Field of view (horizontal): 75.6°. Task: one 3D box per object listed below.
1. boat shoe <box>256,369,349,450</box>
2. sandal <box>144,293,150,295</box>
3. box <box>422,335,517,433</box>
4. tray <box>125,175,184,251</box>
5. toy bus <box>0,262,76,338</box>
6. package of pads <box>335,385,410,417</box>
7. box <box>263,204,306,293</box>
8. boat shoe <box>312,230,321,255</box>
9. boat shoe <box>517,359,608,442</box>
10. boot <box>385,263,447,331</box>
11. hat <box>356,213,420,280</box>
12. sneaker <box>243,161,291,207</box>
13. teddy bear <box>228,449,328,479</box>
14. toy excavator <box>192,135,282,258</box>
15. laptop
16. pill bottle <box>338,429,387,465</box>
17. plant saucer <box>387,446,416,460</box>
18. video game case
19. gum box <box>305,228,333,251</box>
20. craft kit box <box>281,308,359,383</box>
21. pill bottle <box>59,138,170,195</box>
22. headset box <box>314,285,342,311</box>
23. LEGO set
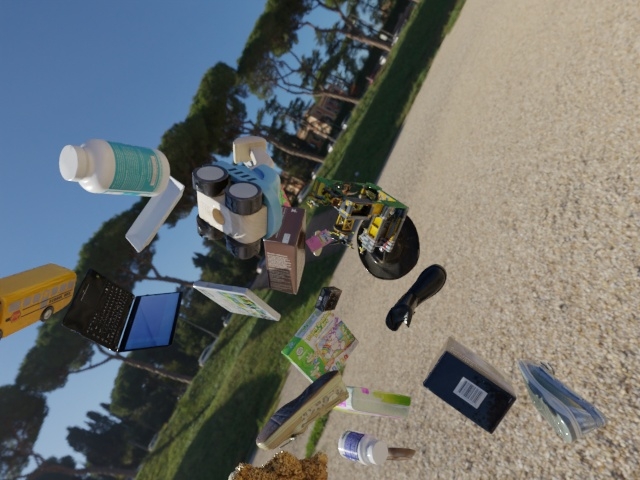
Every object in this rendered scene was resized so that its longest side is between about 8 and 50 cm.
[{"bbox_3d":[-0.036,0.457,1.082,0.285,0.089,0.104,-31,2,-30],"label":"boat shoe"},{"bbox_3d":[-0.826,0.310,1.979,0.090,0.060,0.219,-34,20,-31],"label":"sandal"},{"bbox_3d":[0.598,0.563,1.668,0.183,0.296,0.294,-59,-17,8],"label":"box"},{"bbox_3d":[-0.570,-0.094,1.437,0.270,0.145,0.030,-56,-40,-2],"label":"tray"},{"bbox_3d":[-0.823,0.168,1.116,0.333,0.108,0.130,-61,-9,-79],"label":"toy bus"},{"bbox_3d":[0.202,0.697,1.777,0.229,0.296,0.101,-33,43,57],"label":"package of pads"},{"bbox_3d":[-0.145,0.049,1.750,0.382,0.143,0.191,97,-175,-53],"label":"box"},{"bbox_3d":[-0.021,0.016,2.148,0.042,0.048,0.133,-11,76,55],"label":"boat shoe"},{"bbox_3d":[0.624,0.408,1.100,0.103,0.118,0.320,-21,3,8],"label":"boat shoe"},{"bbox_3d":[0.346,0.209,1.485,0.246,0.094,0.207,-51,-9,29],"label":"boot"},{"bbox_3d":[0.285,0.016,1.849,0.332,0.331,0.134,-63,-24,11],"label":"hat"},{"bbox_3d":[-0.293,-0.257,1.916,0.202,0.483,0.185,-25,-36,-3],"label":"sneaker"},{"bbox_3d":[-0.119,0.705,1.166,0.113,0.337,0.245,12,77,57],"label":"teddy bear"},{"bbox_3d":[-0.240,-0.192,1.404,0.445,0.432,0.223,-35,-36,-42],"label":"toy excavator"},{"bbox_3d":[-0.576,0.198,1.239,0.136,0.264,0.234,-35,33,16],"label":"laptop"},{"bbox_3d":[0.170,0.820,1.630,0.186,0.112,0.112,-18,39,51],"label":"pill bottle"},{"bbox_3d":[0.343,0.988,1.904,0.199,0.198,0.036,118,159,-53],"label":"plant saucer"},{"bbox_3d":[-0.385,0.284,1.933,0.329,0.299,0.036,55,-133,-52],"label":"video game case"},{"bbox_3d":[0.000,0.000,1.929,0.107,0.062,0.188,-30,-1,5],"label":"gum box"},{"bbox_3d":[0.007,0.411,1.597,0.250,0.247,0.061,-49,28,-21],"label":"craft kit box"},{"bbox_3d":[-0.573,-0.203,1.161,0.264,0.146,0.146,-4,-56,-59],"label":"pill bottle"},{"bbox_3d":[0.025,0.162,1.148,0.083,0.032,0.062,10,-77,-61],"label":"headset box"},{"bbox_3d":[0.107,-0.067,1.327,0.331,0.255,0.192,-5,-57,-45],"label":"LEGO set"}]
